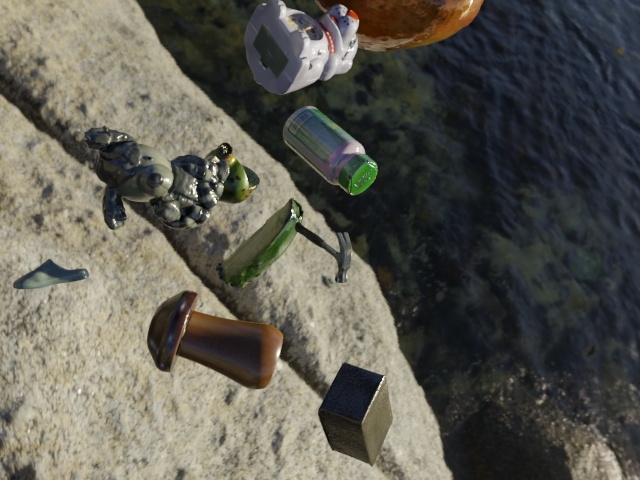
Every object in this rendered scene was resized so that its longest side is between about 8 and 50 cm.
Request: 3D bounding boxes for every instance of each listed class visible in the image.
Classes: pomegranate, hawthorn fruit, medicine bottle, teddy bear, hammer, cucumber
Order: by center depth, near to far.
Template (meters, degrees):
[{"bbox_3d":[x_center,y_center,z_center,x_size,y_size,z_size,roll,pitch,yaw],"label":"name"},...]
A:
[{"bbox_3d":[-0.295,-0.089,0.990,0.251,0.171,0.144,8,13,-46],"label":"teddy bear"},{"bbox_3d":[0.000,0.000,1.266,0.029,0.103,0.246,-3,23,-29],"label":"hammer"},{"bbox_3d":[0.209,-0.694,1.366,0.472,0.472,0.471,13,57,-20],"label":"hawthorn fruit"},{"bbox_3d":[-0.234,-0.158,1.374,0.122,0.169,0.143,-43,72,0],"label":"pomegranate"},{"bbox_3d":[0.027,-0.240,1.502,0.133,0.133,0.274,-20,52,-35],"label":"medicine bottle"},{"bbox_3d":[-0.153,0.018,1.653,0.145,0.325,0.105,20,33,-50],"label":"cucumber"}]

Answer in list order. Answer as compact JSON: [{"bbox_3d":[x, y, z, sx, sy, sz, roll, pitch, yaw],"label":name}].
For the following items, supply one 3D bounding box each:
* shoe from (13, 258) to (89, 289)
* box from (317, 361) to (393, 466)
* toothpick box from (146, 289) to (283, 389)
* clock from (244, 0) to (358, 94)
[{"bbox_3d":[-0.760,0.090,1.578,0.195,0.079,0.078,-6,92,-23],"label":"shoe"},{"bbox_3d":[0.110,0.520,1.664,0.143,0.273,0.184,14,49,26],"label":"box"},{"bbox_3d":[-0.245,0.233,1.287,0.294,0.192,0.192,19,54,-8],"label":"toothpick box"},{"bbox_3d":[-0.013,-0.425,1.228,0.254,0.189,0.189,-20,72,-37],"label":"clock"}]
